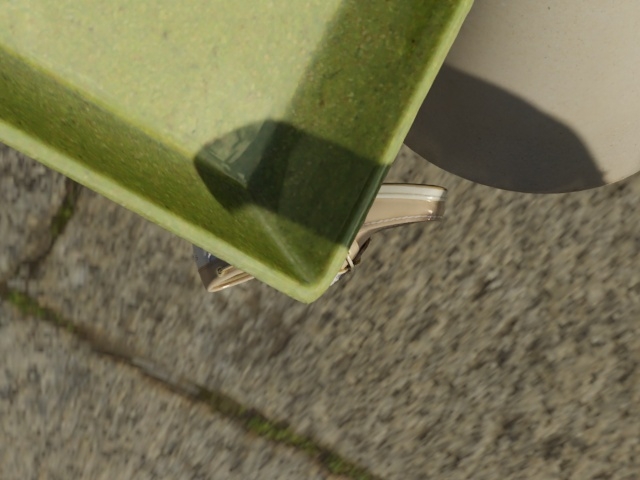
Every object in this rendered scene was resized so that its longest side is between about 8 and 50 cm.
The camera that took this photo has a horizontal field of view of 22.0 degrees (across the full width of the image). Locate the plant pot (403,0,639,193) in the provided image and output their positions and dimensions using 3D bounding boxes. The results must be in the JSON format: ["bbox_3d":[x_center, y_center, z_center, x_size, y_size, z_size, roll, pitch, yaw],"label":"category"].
[{"bbox_3d":[0.160,-0.215,1.112,0.256,0.274,0.256,2,54,-3],"label":"plant pot"}]

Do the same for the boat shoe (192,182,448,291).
[{"bbox_3d":[0.000,0.000,1.032,0.170,0.063,0.059,-9,83,19],"label":"boat shoe"}]

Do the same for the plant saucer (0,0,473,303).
[{"bbox_3d":[-0.032,-0.100,0.509,0.188,0.045,0.188,30,85,-42],"label":"plant saucer"}]
